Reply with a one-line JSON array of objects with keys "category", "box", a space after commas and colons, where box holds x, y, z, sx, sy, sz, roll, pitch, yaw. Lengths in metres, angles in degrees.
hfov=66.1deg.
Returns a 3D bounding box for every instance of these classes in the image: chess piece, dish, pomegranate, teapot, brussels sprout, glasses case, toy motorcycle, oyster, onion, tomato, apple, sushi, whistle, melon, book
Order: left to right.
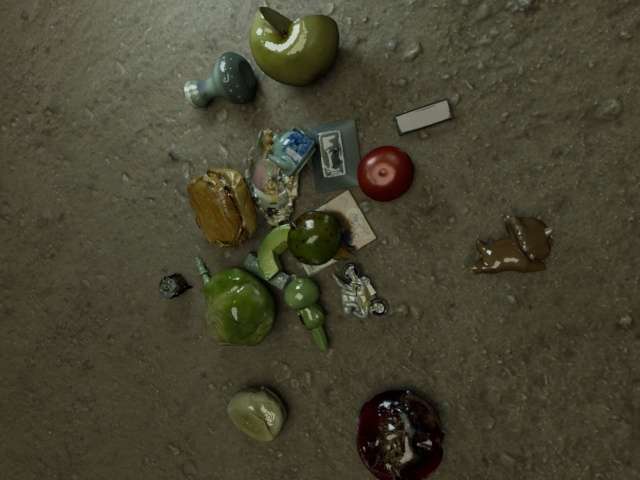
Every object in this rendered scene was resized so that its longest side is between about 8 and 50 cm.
[{"category": "sushi", "box": [-0.577, 0.184, 1.939, 0.098, 0.084, 0.094, 43, 106, 12]}, {"category": "chess piece", "box": [-0.455, 0.133, 1.917, 0.059, 0.059, 0.149, -32, 80, 15]}, {"category": "teapot", "box": [-0.367, -0.567, 1.792, 0.251, 0.183, 0.183, -11, 91, 28]}, {"category": "brussels sprout", "box": [-0.297, 0.257, 1.782, 0.273, 0.242, 0.317, 18, 106, 21]}, {"category": "oyster", "box": [-0.179, -0.223, 1.797, 0.201, 0.107, 0.355, 7, 90, -17]}, {"category": "melon", "box": [-0.156, 0.037, 1.780, 0.118, 0.064, 0.209, 39, 86, 17]}, {"category": "teapot", "box": [-0.104, -0.317, 1.697, 0.159, 0.232, 0.159, 14, 133, 15]}, {"category": "apple", "box": [-0.089, -0.640, 1.654, 0.295, 0.258, 0.233, 20, 100, 17]}, {"category": "whistle", "box": [-0.029, 0.249, 1.785, 0.141, 0.141, 0.294, -29, 105, 16]}, {"category": "pomegranate", "box": [0.009, -0.003, 1.691, 0.246, 0.198, 0.198, 14, 98, 2]}, {"category": "book", "box": [0.031, -0.024, 1.786, 0.295, 0.020, 0.208, -31, 86, 16]}, {"category": "dish", "box": [0.045, -0.300, 1.732, 0.182, 0.080, 0.243, -8, 93, 16]}, {"category": "toy motorcycle", "box": [0.129, 0.195, 1.747, 0.151, 0.074, 0.229, -38, 93, 10]}, {"category": "tomato", "box": [0.218, -0.225, 1.658, 0.195, 0.136, 0.195, 1, 93, 16]}, {"category": "onion", "box": [0.270, 0.663, 1.673, 0.314, 0.232, 0.314, -8, 67, 20]}, {"category": "glasses case", "box": [0.347, -0.414, 1.657, 0.190, 0.042, 0.072, -15, 97, 16]}]

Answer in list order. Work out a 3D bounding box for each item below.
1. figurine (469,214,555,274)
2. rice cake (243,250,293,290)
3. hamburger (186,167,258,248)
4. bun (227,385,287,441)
[{"category": "figurine", "box": [0.602, 0.004, 1.545, 0.247, 0.177, 0.173, 0, 113, 23]}, {"category": "rice cake", "box": [-0.196, 0.117, 1.836, 0.206, 0.063, 0.069, 32, 96, 12]}, {"category": "hamburger", "box": [-0.354, -0.116, 1.771, 0.318, 0.158, 0.319, 30, 132, 40]}, {"category": "bun", "box": [-0.228, 0.642, 1.849, 0.229, 0.145, 0.229, 17, 132, 20]}]
